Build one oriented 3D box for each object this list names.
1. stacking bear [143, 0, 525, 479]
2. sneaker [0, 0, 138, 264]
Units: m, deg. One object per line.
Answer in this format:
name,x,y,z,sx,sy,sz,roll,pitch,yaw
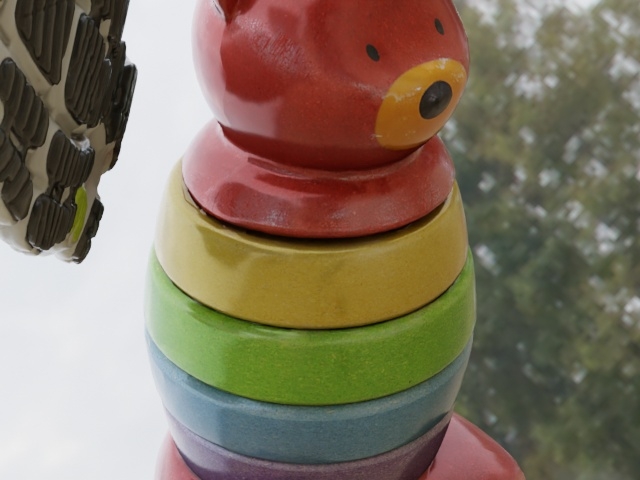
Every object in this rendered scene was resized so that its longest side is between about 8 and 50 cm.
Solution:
stacking bear,0.000,0.000,0.696,0.175,0.164,0.289,-19,-54,-33
sneaker,-0.129,-0.049,0.509,0.279,0.118,0.107,115,168,-76
